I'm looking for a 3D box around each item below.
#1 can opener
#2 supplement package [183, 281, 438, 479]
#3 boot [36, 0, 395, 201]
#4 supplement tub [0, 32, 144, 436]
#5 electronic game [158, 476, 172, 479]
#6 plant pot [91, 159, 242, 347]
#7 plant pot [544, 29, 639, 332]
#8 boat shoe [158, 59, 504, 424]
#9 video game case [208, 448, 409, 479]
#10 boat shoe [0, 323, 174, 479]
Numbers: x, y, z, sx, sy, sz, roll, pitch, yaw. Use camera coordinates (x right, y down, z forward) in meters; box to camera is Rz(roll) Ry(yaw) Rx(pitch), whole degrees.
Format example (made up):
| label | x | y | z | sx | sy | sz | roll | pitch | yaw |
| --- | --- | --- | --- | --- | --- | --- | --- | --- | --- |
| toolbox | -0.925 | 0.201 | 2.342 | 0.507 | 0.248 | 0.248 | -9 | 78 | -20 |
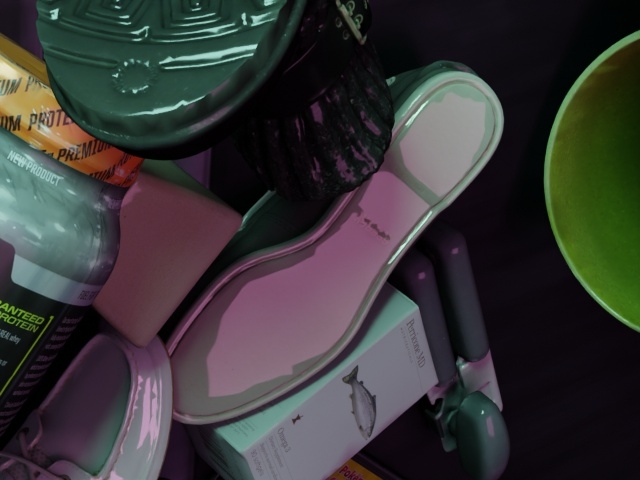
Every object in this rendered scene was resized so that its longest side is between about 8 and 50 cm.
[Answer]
| label | x | y | z | sx | sy | sz | roll | pitch | yaw |
| --- | --- | --- | --- | --- | --- | --- | --- | --- | --- |
| can opener | 0.124 | 0.099 | 1.424 | 0.074 | 0.093 | 0.280 | -37 | 135 | -18 |
| supplement package | -0.013 | 0.109 | 1.269 | 0.179 | 0.105 | 0.105 | -39 | 140 | -18 |
| boot | -0.041 | -0.103 | 0.931 | 0.348 | 0.131 | 0.260 | -78 | 162 | -44 |
| supplement tub | -0.242 | 0.035 | 0.899 | 0.316 | 0.193 | 0.193 | -55 | 143 | 4 |
| electronic game | -0.156 | 0.281 | 1.190 | 0.048 | 0.229 | 0.229 | 26 | 102 | -13 |
| plant pot | -0.136 | -0.015 | 1.030 | 0.109 | 0.109 | 0.096 | -52 | 149 | -1 |
| plant pot | 0.384 | -0.070 | 1.445 | 0.293 | 0.274 | 0.275 | -19 | 133 | -56 |
| boat shoe | 0.000 | 0.000 | 1.207 | 0.335 | 0.095 | 0.112 | -46 | 112 | -3 |
| video game case | -0.040 | 0.282 | 1.437 | 0.248 | 0.035 | 0.275 | -51 | 142 | -1 |
| boat shoe | -0.192 | 0.179 | 1.144 | 0.096 | 0.098 | 0.277 | 5 | 117 | -49 |
